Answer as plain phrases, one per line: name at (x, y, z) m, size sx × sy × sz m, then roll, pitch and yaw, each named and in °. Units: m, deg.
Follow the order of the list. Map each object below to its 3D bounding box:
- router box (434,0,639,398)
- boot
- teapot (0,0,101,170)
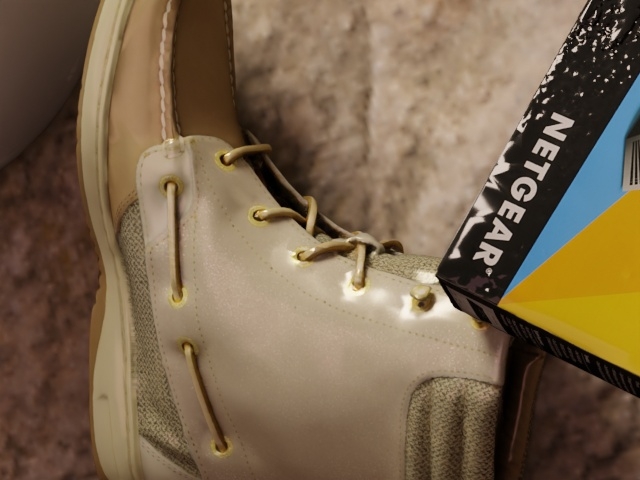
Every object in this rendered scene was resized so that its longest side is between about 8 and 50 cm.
router box at (0.137, -0.032, 0.530) m, size 0.133 × 0.046 × 0.179 m, roll 26°, pitch 81°, yaw 20°
boot at (0.000, 0.000, 0.611) m, size 0.165 × 0.077 × 0.213 m, roll 5°, pitch 101°, yaw 24°
teapot at (-0.211, -0.126, 0.635) m, size 0.252 × 0.187 × 0.256 m, roll -44°, pitch 76°, yaw 20°
